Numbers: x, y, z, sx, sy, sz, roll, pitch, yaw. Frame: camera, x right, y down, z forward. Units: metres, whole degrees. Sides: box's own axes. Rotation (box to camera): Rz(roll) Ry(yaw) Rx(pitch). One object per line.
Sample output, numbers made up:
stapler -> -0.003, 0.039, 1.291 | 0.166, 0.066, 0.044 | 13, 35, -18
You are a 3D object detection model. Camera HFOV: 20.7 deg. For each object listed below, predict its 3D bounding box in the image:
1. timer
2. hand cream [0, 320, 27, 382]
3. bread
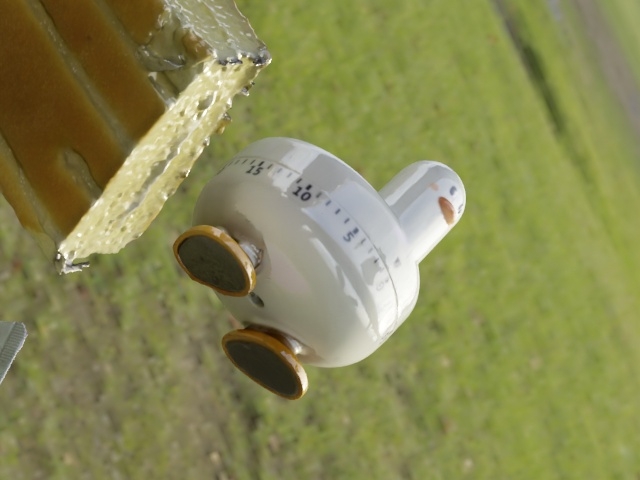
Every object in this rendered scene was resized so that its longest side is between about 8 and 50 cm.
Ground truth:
timer -> 0.000, 0.000, 1.680 | 0.240, 0.233, 0.233 | -44, 118, -29
hand cream -> -0.287, 0.077, 1.202 | 0.050, 0.234, 0.080 | 42, 66, -40
bread -> -0.170, -0.138, 1.310 | 0.111, 0.239, 0.246 | -7, 57, -46
